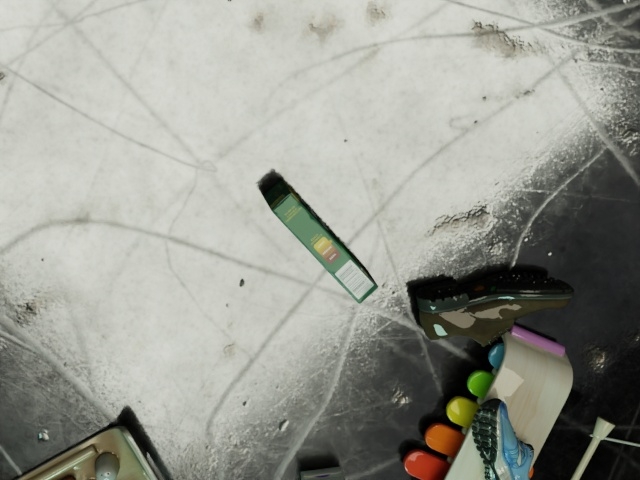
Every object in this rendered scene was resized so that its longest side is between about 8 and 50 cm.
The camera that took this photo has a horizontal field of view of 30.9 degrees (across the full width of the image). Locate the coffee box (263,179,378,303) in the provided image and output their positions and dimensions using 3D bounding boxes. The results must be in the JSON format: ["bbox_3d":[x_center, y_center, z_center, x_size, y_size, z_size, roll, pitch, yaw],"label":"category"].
[{"bbox_3d":[0.000,0.000,1.605,0.040,0.113,0.184,-43,103,3],"label":"coffee box"}]

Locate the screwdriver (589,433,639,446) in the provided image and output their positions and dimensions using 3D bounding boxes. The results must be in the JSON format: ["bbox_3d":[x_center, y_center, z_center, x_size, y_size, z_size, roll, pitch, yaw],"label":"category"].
[{"bbox_3d":[0.499,0.320,1.799,0.170,0.025,0.024,12,100,-12],"label":"screwdriver"}]

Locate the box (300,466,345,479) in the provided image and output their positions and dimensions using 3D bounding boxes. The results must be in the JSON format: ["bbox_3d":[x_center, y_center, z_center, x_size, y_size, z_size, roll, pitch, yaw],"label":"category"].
[{"bbox_3d":[0.013,0.501,1.741,0.067,0.063,0.324,-6,103,-6],"label":"box"}]

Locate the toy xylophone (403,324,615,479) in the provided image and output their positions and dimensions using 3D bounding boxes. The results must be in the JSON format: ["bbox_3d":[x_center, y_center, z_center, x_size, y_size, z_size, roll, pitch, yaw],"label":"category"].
[{"bbox_3d":[0.286,0.300,1.730,0.236,0.081,0.322,32,96,-14],"label":"toy xylophone"}]

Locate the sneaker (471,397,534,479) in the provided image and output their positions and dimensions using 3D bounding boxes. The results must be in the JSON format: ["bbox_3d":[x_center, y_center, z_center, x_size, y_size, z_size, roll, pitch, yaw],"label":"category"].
[{"bbox_3d":[0.267,0.296,1.663,0.073,0.063,0.162,-20,109,-23],"label":"sneaker"}]

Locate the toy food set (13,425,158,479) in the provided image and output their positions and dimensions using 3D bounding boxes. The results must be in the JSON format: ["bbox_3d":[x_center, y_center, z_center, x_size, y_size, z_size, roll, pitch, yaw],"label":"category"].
[{"bbox_3d":[-0.354,0.430,1.652,0.306,0.092,0.219,-28,105,-2],"label":"toy food set"}]

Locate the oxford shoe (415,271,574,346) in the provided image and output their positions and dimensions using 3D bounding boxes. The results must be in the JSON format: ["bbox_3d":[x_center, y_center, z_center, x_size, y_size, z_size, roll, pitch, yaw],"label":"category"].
[{"bbox_3d":[0.256,0.102,1.689,0.227,0.083,0.096,-8,109,3],"label":"oxford shoe"}]
